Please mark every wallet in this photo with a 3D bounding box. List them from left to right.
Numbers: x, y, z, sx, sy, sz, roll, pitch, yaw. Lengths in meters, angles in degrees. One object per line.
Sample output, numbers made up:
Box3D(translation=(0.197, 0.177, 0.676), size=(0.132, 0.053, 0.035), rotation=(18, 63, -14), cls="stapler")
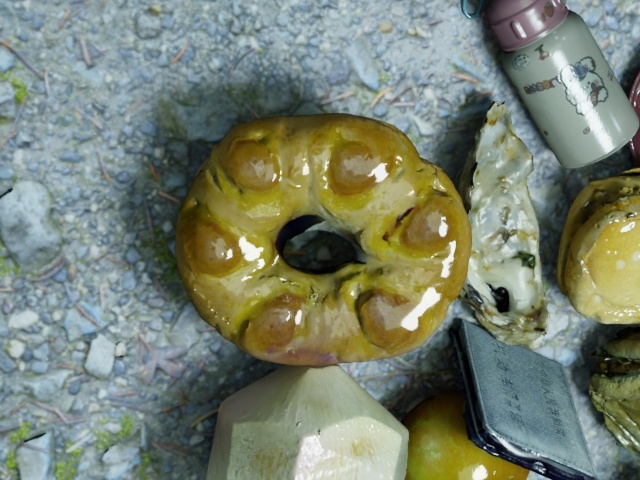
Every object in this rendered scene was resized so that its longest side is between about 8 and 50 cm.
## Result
Box3D(translation=(0.238, 0.191, 1.641), size=(0.167, 0.222, 0.036), rotation=(24, 121, -18), cls="wallet")

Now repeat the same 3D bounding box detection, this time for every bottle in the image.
Box3D(translation=(0.274, -0.206, 1.623), size=(0.110, 0.110, 0.233), rotation=(-35, 108, -7), cls="bottle")

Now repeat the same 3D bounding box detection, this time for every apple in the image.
Box3D(translation=(0.167, 0.265, 1.656), size=(0.163, 0.147, 0.146), rotation=(16, 128, -30), cls="apple")

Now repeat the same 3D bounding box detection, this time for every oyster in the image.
Box3D(translation=(0.209, -0.017, 1.665), size=(0.166, 0.094, 0.295), rotation=(3, 90, -35), cls="oyster")

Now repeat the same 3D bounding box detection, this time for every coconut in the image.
Box3D(translation=(-0.016, 0.245, 1.585), size=(0.236, 0.197, 0.237), rotation=(-4, 101, -24), cls="coconut")

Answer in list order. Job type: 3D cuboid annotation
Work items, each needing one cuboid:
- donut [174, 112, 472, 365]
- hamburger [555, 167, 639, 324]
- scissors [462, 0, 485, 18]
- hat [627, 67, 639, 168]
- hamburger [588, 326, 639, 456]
Box3D(translation=(0.000, 0.000, 1.543), size=(0.317, 0.150, 0.299), rotation=(39, 94, -8), cls="donut")
Box3D(translation=(0.390, 0.014, 1.676), size=(0.213, 0.108, 0.214), rotation=(-8, 127, -11), cls="hamburger")
Box3D(translation=(0.200, -0.317, 1.631), size=(0.058, 0.014, 0.119), rotation=(3, 103, -17), cls="scissors")
Box3D(translation=(0.468, -0.151, 1.699), size=(0.205, 0.089, 0.206), rotation=(-3, 102, -15), cls="hat")
Box3D(translation=(0.437, 0.173, 1.706), size=(0.183, 0.206, 0.130), rotation=(47, 49, -28), cls="hamburger")
